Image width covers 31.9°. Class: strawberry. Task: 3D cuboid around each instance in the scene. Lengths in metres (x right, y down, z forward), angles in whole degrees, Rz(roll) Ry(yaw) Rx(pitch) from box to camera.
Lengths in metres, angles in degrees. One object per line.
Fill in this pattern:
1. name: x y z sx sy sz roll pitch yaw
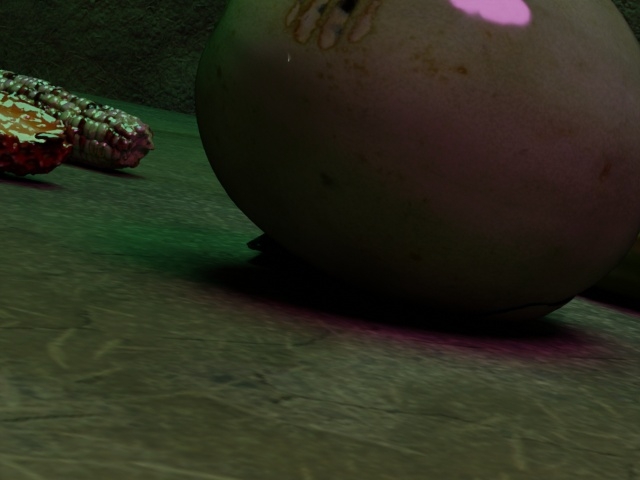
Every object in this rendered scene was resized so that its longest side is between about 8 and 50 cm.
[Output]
1. strawberry: -0.328 -0.097 1.051 0.188 0.082 0.121 19 26 -4

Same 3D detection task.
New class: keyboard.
1. keyboard: 0.000 0.000 0.938 0.094 0.025 0.230 14 8 7

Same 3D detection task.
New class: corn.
1. corn: -0.320 -0.140 1.340 0.281 0.092 0.092 20 11 27

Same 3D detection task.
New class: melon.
1. melon: 0.084 -0.086 0.759 0.330 0.268 0.268 24 5 -10

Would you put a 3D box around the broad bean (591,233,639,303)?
1. broad bean: 0.323 0.001 1.049 0.238 0.119 0.291 -1 8 -19
